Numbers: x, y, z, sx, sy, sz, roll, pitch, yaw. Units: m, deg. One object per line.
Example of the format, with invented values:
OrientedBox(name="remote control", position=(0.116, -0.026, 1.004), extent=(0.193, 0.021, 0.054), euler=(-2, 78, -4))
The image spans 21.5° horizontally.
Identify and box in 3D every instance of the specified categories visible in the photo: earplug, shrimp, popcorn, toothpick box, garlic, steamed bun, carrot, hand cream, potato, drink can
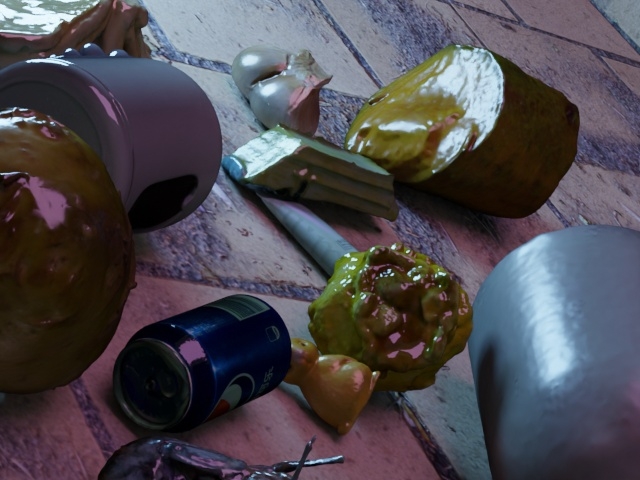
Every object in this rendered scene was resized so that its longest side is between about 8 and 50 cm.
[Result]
OrientedBox(name="earplug", position=(0.338, 0.212, 1.991), extent=(0.312, 0.313, 0.394), euler=(29, 29, -17))
OrientedBox(name="shrimp", position=(-0.025, 0.264, 1.576), extent=(0.372, 0.172, 0.137), euler=(11, 66, -18))
OrientedBox(name="popcorn", position=(0.079, 0.090, 1.999), extent=(0.197, 0.197, 0.155), euler=(48, -2, 23))
OrientedBox(name="toothpick box", position=(-0.241, -0.113, 1.883), extent=(0.229, 0.229, 0.316), euler=(43, 21, 12))
OrientedBox(name="garlic", position=(-0.060, -0.218, 2.465), extent=(0.124, 0.099, 0.174), euler=(-18, 53, -38))
OrientedBox(name="steamed bun", position=(-0.311, -0.253, 2.131), extent=(0.247, 0.189, 0.428), euler=(3, 29, -2))
OrientedBox(name="carrot", position=(0.234, -0.171, 2.582), extent=(0.340, 0.241, 0.241), euler=(20, 30, -35))
OrientedBox(name="hand cream", position=(0.000, 0.000, 2.210), extent=(0.205, 0.050, 0.078), euler=(44, 23, 29))
OrientedBox(name="potato", position=(-0.256, 0.016, 1.565), extent=(0.299, 0.196, 0.246), euler=(32, 56, -57))
OrientedBox(name="drink can", position=(-0.122, 0.128, 1.753), extent=(0.118, 0.118, 0.205), euler=(45, 27, 16))

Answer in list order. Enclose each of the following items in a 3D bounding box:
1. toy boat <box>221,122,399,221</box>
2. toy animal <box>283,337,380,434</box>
OrientedBox(name="toy boat", position=(-0.001, -0.096, 2.313), extent=(0.276, 0.084, 0.111), euler=(14, 14, -38))
OrientedBox(name="toy animal", position=(-0.018, 0.149, 1.916), extent=(0.159, 0.070, 0.083), euler=(33, 58, 3))
